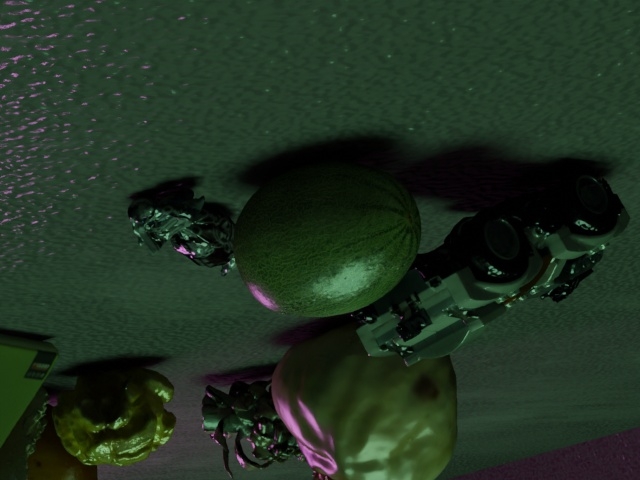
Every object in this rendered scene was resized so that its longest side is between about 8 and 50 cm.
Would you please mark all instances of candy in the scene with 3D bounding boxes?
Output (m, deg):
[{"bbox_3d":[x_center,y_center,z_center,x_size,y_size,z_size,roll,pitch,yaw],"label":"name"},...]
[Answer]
[{"bbox_3d":[-0.105,-0.005,1.533,0.094,0.051,0.226,-15,164,14],"label":"candy"}]

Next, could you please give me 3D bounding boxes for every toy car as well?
[{"bbox_3d":[0.174,0.021,1.560,0.301,0.118,0.193,-19,170,-44],"label":"toy car"}]

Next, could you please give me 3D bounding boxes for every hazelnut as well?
[{"bbox_3d":[0.071,0.201,2.163,0.241,0.261,0.261,-38,-172,-40],"label":"hazelnut"}]

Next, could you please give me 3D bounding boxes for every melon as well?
[{"bbox_3d":[0.000,0.000,1.440,0.192,0.139,0.139,-15,165,33],"label":"melon"}]

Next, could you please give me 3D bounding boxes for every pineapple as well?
[{"bbox_3d":[-0.042,0.275,2.396,0.272,0.262,0.262,9,165,1],"label":"pineapple"}]

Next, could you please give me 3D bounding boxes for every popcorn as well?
[{"bbox_3d":[-0.273,0.233,2.186,0.167,0.148,0.152,-22,134,-14],"label":"popcorn"}]

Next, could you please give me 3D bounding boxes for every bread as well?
[{"bbox_3d":[-0.452,0.276,2.130,0.182,0.251,0.039,-9,125,8],"label":"bread"}]

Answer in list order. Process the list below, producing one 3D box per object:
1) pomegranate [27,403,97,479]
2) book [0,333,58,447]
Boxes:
[{"bbox_3d":[-0.444,0.349,2.289,0.264,0.264,0.264,-8,166,-2],"label":"pomegranate"},{"bbox_3d":[-0.477,0.253,1.910,0.352,0.035,0.239,-56,149,10],"label":"book"}]
